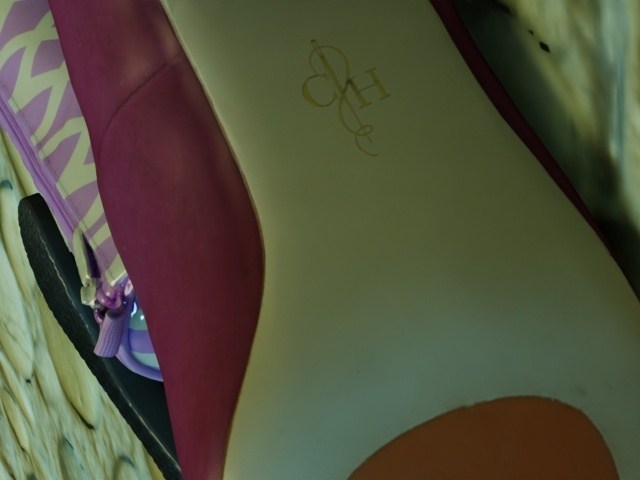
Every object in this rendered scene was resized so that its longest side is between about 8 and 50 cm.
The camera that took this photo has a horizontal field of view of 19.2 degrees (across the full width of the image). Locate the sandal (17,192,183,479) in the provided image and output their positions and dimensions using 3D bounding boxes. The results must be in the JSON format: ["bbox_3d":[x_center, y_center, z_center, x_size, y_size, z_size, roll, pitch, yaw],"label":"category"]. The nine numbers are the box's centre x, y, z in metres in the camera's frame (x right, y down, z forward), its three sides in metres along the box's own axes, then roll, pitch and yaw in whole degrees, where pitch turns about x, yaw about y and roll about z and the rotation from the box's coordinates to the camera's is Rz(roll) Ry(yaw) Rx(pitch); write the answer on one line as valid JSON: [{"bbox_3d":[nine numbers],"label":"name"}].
[{"bbox_3d":[-0.083,0.053,0.870,0.179,0.040,0.067,58,165,-4],"label":"sandal"}]

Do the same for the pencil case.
[{"bbox_3d":[-0.080,-0.033,0.711,0.206,0.088,0.086,53,150,41],"label":"pencil case"}]

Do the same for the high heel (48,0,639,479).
[{"bbox_3d":[0.000,0.000,0.530,0.181,0.127,0.377,179,79,-78],"label":"high heel"}]
